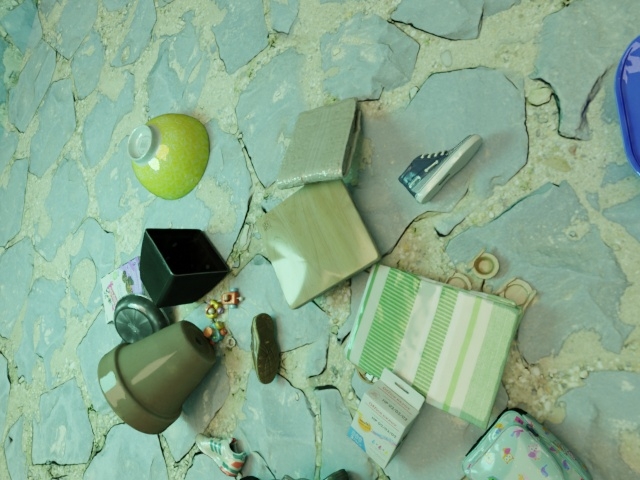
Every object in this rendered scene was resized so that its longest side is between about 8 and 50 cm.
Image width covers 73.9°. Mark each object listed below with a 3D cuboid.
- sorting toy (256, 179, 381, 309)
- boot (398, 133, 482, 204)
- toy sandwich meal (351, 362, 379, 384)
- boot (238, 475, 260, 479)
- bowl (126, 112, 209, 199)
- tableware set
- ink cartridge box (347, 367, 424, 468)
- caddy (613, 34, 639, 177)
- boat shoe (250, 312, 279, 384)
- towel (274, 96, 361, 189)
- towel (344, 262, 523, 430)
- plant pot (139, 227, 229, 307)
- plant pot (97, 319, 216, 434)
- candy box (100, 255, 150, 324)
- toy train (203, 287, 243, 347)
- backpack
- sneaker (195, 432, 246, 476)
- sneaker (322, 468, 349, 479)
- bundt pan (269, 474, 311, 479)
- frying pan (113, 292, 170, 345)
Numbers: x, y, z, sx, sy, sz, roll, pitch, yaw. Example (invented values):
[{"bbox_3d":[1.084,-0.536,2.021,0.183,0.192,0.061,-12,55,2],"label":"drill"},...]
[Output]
[{"bbox_3d":[0.000,0.000,1.050,0.255,0.089,0.257,-33,66,21],"label":"sorting toy"},{"bbox_3d":[0.260,-0.176,0.943,0.190,0.069,0.086,-47,65,16],"label":"boot"},{"bbox_3d":[0.111,0.286,0.968,0.085,0.029,0.086,-6,78,29],"label":"toy sandwich meal"},{"bbox_3d":[-0.179,0.606,1.036,0.121,0.099,0.045,-19,71,25],"label":"boot"},{"bbox_3d":[-0.515,-0.287,1.359,0.289,0.156,0.289,-6,78,29],"label":"bowl"},{"bbox_3d":[0.338,0.105,0.877,0.141,0.020,0.169,-47,63,15],"label":"tableware set"},{"bbox_3d":[0.132,0.367,0.880,0.104,0.061,0.181,33,125,29],"label":"ink cartridge box"},{"bbox_3d":[0.633,-0.210,0.680,0.241,0.179,0.341,-15,72,52],"label":"caddy"},{"bbox_3d":[-0.149,0.281,1.107,0.060,0.064,0.178,-32,62,55],"label":"boat shoe"},{"bbox_3d":[0.000,-0.242,1.059,0.187,0.049,0.282,-7,50,29],"label":"towel"},{"bbox_3d":[0.219,0.199,0.890,0.324,0.038,0.248,17,84,32],"label":"towel"},{"bbox_3d":[-0.412,0.088,1.225,0.187,0.188,0.167,48,117,27],"label":"plant pot"},{"bbox_3d":[-0.416,0.345,1.156,0.229,0.263,0.263,-38,64,-1],"label":"plant pot"},{"bbox_3d":[-0.617,0.165,1.383,0.196,0.070,0.165,-26,70,23],"label":"candy box"},{"bbox_3d":[-0.281,0.215,1.197,0.125,0.046,0.166,-2,80,30],"label":"toy train"},{"bbox_3d":[0.364,0.410,0.738,0.188,0.144,0.166,41,97,27],"label":"backpack"},{"bbox_3d":[-0.260,0.546,1.127,0.161,0.057,0.075,26,77,32],"label":"sneaker"},{"bbox_3d":[-0.002,0.625,0.939,0.227,0.087,0.130,-42,57,11],"label":"sneaker"},{"bbox_3d":[-0.037,0.654,0.841,0.330,0.124,0.331,10,108,31],"label":"bundt pan"},{"bbox_3d":[-0.608,0.280,1.325,0.326,0.053,0.197,-24,100,21],"label":"frying pan"}]
